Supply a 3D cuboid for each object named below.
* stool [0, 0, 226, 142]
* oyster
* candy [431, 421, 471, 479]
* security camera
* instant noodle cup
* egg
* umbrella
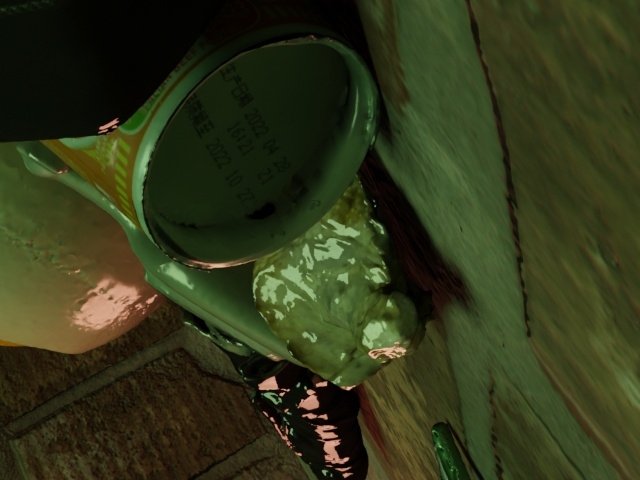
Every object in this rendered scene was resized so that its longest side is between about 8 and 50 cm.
[{"bbox_3d":[-0.133,-0.151,0.506,0.232,0.232,0.141,56,169,32],"label":"stool"},{"bbox_3d":[0.000,0.000,0.693,0.163,0.081,0.191,68,167,-19],"label":"oyster"},{"bbox_3d":[0.128,0.252,0.805,0.097,0.097,0.324,80,167,-68],"label":"candy"},{"bbox_3d":[-0.111,-0.020,0.898,0.301,0.080,0.157,35,180,-17],"label":"security camera"},{"bbox_3d":[-0.072,-0.084,0.623,0.185,0.168,0.168,47,165,38],"label":"instant noodle cup"},{"bbox_3d":[-0.187,-0.036,1.116,0.201,0.337,0.337,37,172,-2],"label":"egg"},{"bbox_3d":[-0.027,0.113,1.168,0.113,0.106,0.358,51,167,39],"label":"umbrella"}]
